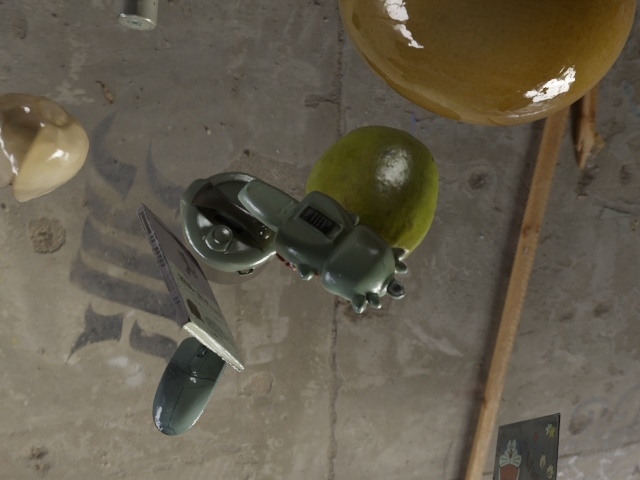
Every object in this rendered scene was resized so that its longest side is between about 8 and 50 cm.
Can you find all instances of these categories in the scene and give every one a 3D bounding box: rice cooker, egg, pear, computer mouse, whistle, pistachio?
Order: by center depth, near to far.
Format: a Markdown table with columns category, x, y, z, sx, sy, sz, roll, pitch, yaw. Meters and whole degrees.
| category | x | y | z | sx | sy | sz | roll | pitch | yaw |
| --- | --- | --- | --- | --- | --- | --- | --- | --- | --- |
| egg | 0.178 | -0.263 | 0.574 | 0.323 | 0.250 | 0.250 | 14 | 106 | 1 |
| whistle | -0.001 | 0.000 | 0.643 | 0.253 | 0.102 | 0.105 | 34 | 127 | 14 |
| pear | 0.096 | -0.076 | 0.947 | 0.253 | 0.307 | 0.253 | 5 | 138 | 5 |
| pistachio | -0.564 | -0.173 | 0.977 | 0.188 | 0.299 | 0.187 | 12 | 69 | -35 |
| computer mouse | -0.264 | 0.282 | 1.036 | 0.113 | 0.229 | 0.068 | 19 | 145 | 1 |
| rice cooker | -0.280 | -0.041 | 1.593 | 0.335 | 0.325 | 0.335 | 4 | 72 | -13 |

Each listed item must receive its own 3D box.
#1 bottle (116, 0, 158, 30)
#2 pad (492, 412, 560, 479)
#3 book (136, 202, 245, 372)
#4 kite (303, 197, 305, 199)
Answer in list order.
| category | x | y | z | sx | sy | sz | roll | pitch | yaw |
| --- | --- | --- | --- | --- | --- | --- | --- | --- | --- |
| bottle | -0.517 | -0.733 | 1.440 | 0.110 | 0.110 | 0.233 | 3 | 91 | -17 |
| pad | 0.334 | 0.381 | 0.841 | 0.006 | 0.245 | 0.170 | 16 | 66 | 4 |
| book | -0.143 | 0.051 | 0.555 | 0.014 | 0.181 | 0.127 | -33 | 141 | -3 |
| kite | 0.031 | -0.033 | 1.276 | 0.152 | 0.015 | 0.285 | -36 | 131 | 3 |
